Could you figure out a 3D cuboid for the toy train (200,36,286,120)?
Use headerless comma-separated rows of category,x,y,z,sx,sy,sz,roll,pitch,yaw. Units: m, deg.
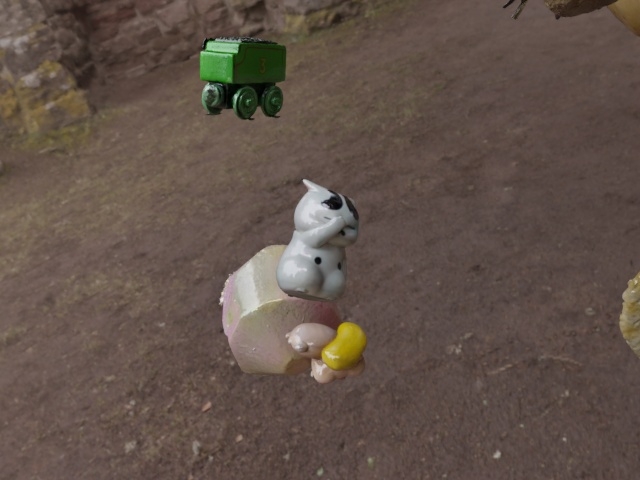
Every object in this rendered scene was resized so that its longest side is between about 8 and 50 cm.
toy train,-0.183,-0.389,1.465,0.133,0.187,0.243,14,22,30

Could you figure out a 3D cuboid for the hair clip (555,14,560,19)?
hair clip,0.526,-0.494,1.124,0.301,0.069,0.173,-30,-10,-22

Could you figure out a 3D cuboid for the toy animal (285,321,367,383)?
toy animal,0.010,0.162,0.830,0.115,0.081,0.091,4,27,-10

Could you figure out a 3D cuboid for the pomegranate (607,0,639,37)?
pomegranate,0.571,-0.441,0.907,0.323,0.322,0.322,-16,29,9

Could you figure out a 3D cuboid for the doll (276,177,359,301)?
doll,-0.001,0.007,0.927,0.107,0.110,0.180,13,83,58

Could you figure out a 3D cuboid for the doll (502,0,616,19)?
doll,0.329,-0.340,0.754,0.221,0.105,0.114,-10,60,33

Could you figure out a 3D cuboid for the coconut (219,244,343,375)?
coconut,-0.078,0.150,1.183,0.233,0.233,0.245,-19,44,3

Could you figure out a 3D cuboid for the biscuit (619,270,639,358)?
biscuit,0.473,0.091,0.725,0.220,0.219,0.033,-7,26,23
